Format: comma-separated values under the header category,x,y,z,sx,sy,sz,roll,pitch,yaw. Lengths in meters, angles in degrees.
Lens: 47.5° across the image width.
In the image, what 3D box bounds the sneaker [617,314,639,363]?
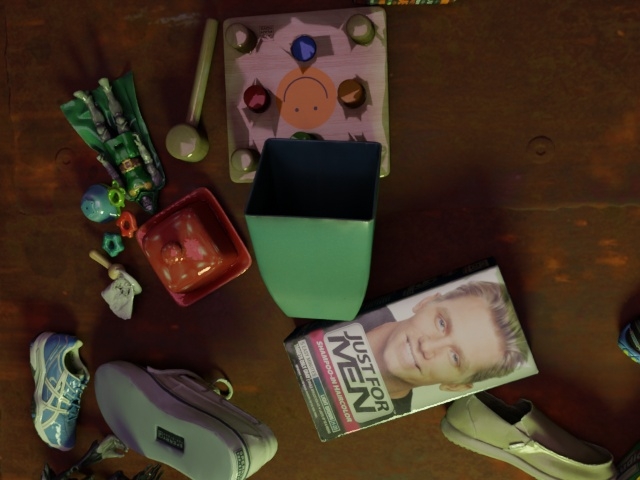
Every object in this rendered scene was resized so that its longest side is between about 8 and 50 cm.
category,x,y,z,sx,sy,sz,roll,pitch,yaw
sneaker,0.537,0.172,1.067,0.188,0.067,0.078,28,106,10

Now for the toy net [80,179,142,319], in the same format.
category,x,y,z,sx,sy,sz,roll,pitch,yaw
toy net,-0.334,0.016,1.219,0.122,0.045,0.232,-8,101,29

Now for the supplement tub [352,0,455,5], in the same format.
category,x,y,z,sx,sy,sz,roll,pitch,yaw
supplement tub,0.143,-0.399,1.061,0.197,0.106,0.106,-1,95,1

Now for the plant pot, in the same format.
category,x,y,z,sx,sy,sz,roll,pitch,yaw
plant pot,0.000,0.000,1.038,0.165,0.166,0.234,3,133,7

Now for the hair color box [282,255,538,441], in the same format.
category,x,y,z,sx,sy,sz,roll,pitch,yaw
hair color box,0.136,0.167,1.123,0.347,0.105,0.174,-21,91,11

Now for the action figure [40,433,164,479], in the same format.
category,x,y,z,sx,sy,sz,roll,pitch,yaw
action figure,-0.365,0.431,1.231,0.275,0.141,0.164,-7,103,37

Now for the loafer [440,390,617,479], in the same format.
category,x,y,z,sx,sy,sz,roll,pitch,yaw
loafer,0.320,0.296,1.102,0.268,0.102,0.092,16,104,9

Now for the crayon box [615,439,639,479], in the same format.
category,x,y,z,sx,sy,sz,roll,pitch,yaw
crayon box,0.559,0.459,1.069,0.313,0.106,0.363,38,101,5

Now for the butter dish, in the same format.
category,x,y,z,sx,sy,sz,roll,pitch,yaw
butter dish,-0.220,0.015,1.169,0.159,0.118,0.160,-32,89,11

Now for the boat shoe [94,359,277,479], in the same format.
category,x,y,z,sx,sy,sz,roll,pitch,yaw
boat shoe,-0.212,0.276,1.190,0.367,0.156,0.136,12,104,39

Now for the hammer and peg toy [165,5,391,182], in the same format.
category,x,y,z,sx,sy,sz,roll,pitch,yaw
hammer and peg toy,-0.075,-0.223,1.114,0.361,0.127,0.266,0,95,11

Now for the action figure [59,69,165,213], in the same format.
category,x,y,z,sx,sy,sz,roll,pitch,yaw
action figure,-0.326,-0.150,1.206,0.137,0.063,0.232,-26,94,9

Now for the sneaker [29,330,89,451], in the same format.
category,x,y,z,sx,sy,sz,roll,pitch,yaw
sneaker,-0.446,0.262,1.254,0.081,0.080,0.211,-5,96,14
